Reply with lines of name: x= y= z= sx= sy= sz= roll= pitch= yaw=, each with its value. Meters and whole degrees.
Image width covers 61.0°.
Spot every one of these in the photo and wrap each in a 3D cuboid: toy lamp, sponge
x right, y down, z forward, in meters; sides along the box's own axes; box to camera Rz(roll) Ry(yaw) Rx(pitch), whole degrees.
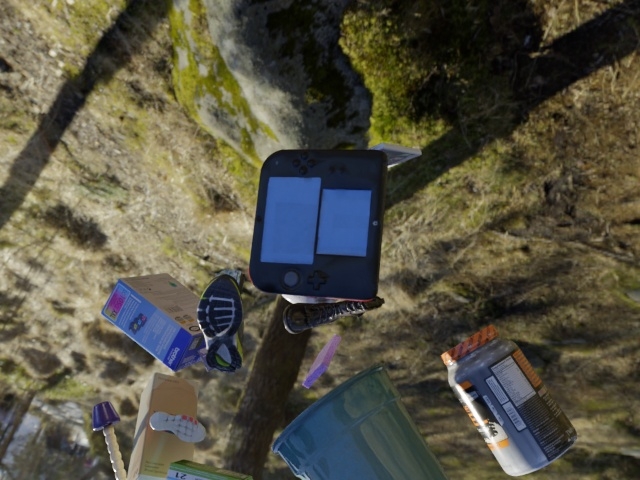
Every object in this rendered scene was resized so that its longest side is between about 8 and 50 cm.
toy lamp: x=-0.588 y=0.597 z=1.543 sx=0.080 sy=0.275 sz=0.080 roll=-19 pitch=162 yaw=-7
sponge: x=0.008 y=0.416 z=1.882 sx=0.031 sy=0.210 sz=0.117 roll=38 pitch=114 yaw=1

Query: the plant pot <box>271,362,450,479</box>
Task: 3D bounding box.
plant pot: x=0.116 y=0.523 z=1.247 sx=0.334 sy=0.341 sz=0.341 roll=52 pitch=160 yaw=24

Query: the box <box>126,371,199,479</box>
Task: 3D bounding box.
box: x=-0.434 y=0.541 z=1.513 sx=0.147 sy=0.311 sz=0.121 roll=20 pitch=125 yaw=-24

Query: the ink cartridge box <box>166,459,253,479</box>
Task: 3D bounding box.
ink cartridge box: x=-0.283 y=0.667 z=1.265 sx=0.188 sy=0.256 sz=0.097 roll=10 pitch=164 yaw=8

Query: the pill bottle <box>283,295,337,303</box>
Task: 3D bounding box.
pill bottle: x=0.000 y=0.000 z=1.757 sx=0.228 sy=0.229 sz=0.408 roll=14 pitch=120 yaw=-1

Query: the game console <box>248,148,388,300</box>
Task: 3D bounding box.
game console: x=-0.008 y=-0.047 z=1.395 sx=0.341 sy=0.387 sz=0.060 roll=2 pitch=170 yaw=20

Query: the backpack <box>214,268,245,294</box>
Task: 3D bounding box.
backpack: x=-0.372 y=0.167 z=2.173 sx=0.114 sy=0.105 sz=0.084 roll=-5 pitch=143 yaw=14

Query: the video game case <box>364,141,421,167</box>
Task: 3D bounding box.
video game case: x=0.185 y=-0.252 z=1.658 sx=0.190 sy=0.022 sz=0.173 roll=0 pitch=168 yaw=-45

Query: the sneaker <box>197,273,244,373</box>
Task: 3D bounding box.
sneaker: x=-0.239 y=0.190 z=1.336 sx=0.110 sy=0.121 sz=0.300 roll=5 pitch=128 yaw=-5

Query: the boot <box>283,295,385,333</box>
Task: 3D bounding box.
boot: x=0.042 y=0.205 z=1.624 sx=0.228 sy=0.091 sz=0.262 roll=-20 pitch=170 yaw=39

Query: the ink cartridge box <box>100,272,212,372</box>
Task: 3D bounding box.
ink cartridge box: x=-0.482 y=0.279 z=1.815 sx=0.395 sy=0.151 sz=0.270 roll=31 pitch=-169 yaw=17

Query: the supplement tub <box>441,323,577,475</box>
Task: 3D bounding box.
supplement tub: x=0.441 y=0.375 z=1.307 sx=0.193 sy=0.316 sz=0.194 roll=-28 pitch=162 yaw=-10

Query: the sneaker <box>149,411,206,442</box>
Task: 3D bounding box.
sneaker: x=-0.363 y=0.482 z=1.414 sx=0.157 sy=0.061 sz=0.065 roll=14 pitch=159 yaw=17
